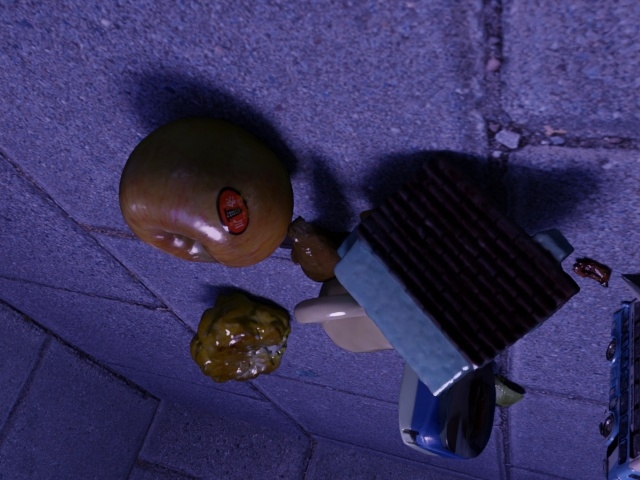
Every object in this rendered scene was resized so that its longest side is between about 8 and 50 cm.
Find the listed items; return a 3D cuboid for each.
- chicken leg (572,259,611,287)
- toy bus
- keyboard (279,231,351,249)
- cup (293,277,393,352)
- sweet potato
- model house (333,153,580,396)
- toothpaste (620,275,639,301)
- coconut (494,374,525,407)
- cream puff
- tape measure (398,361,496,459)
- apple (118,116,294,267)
[{"bbox_3d":[0.429,0.052,0.971,0.083,0.021,0.036,23,145,-20],"label":"chicken leg"},{"bbox_3d":[0.513,0.233,0.964,0.106,0.297,0.131,16,148,5],"label":"toy bus"},{"bbox_3d":[0.000,0.000,1.162,0.196,0.018,0.060,5,144,26],"label":"keyboard"},{"bbox_3d":[0.084,0.131,1.106,0.202,0.255,0.173,-15,103,47],"label":"cup"},{"bbox_3d":[-0.011,0.020,1.018,0.112,0.085,0.286,25,178,10],"label":"sweet potato"},{"bbox_3d":[0.200,0.019,0.877,0.280,0.230,0.248,50,124,19],"label":"model house"},{"bbox_3d":[0.499,0.117,0.885,0.052,0.218,0.033,28,110,-20],"label":"toothpaste"},{"bbox_3d":[0.440,0.386,1.585,0.158,0.055,0.133,11,155,13],"label":"coconut"},{"bbox_3d":[-0.206,0.236,1.611,0.282,0.185,0.281,-15,138,-14],"label":"cream puff"},{"bbox_3d":[0.285,0.350,1.398,0.138,0.259,0.262,-2,152,38],"label":"tape measure"},{"bbox_3d":[-0.168,-0.068,0.935,0.261,0.193,0.260,15,157,7],"label":"apple"}]
